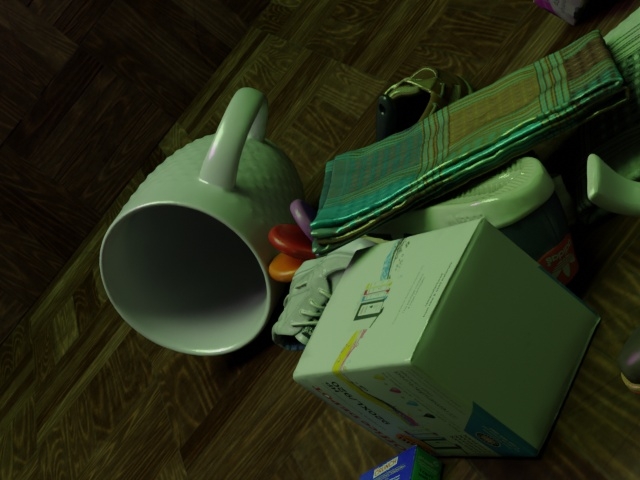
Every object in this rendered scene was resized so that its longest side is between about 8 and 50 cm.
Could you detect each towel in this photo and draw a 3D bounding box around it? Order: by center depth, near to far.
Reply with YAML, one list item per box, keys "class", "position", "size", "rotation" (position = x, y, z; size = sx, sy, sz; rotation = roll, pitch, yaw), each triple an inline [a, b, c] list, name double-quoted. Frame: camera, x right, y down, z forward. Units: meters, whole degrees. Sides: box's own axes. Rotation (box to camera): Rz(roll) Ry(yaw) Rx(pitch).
- class: "towel"
  position: [0.398, -0.197, 1.342]
  size: [0.324, 0.056, 0.312]
  rotation: [-36, 25, 38]
- class: "towel"
  position: [0.159, -0.119, 1.408]
  size: [0.370, 0.040, 0.271]
  rotation: [-27, 16, 15]

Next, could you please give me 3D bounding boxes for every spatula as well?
- class: "spatula"
  position: [0.092, -0.107, 1.646]
  size: [0.030, 0.084, 0.296]
  rotation: [-35, -23, -10]

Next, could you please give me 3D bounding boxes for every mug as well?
- class: "mug"
  position: [-0.149, -0.061, 1.955]
  size: [0.328, 0.276, 0.374]
  rotation: [-64, -9, -55]

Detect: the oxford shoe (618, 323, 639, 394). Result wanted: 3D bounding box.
- class: "oxford shoe"
  position: [0.332, 0.012, 1.052]
  size: [0.271, 0.098, 0.097]
  rotation: [-52, 21, 13]

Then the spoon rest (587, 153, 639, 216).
- class: "spoon rest"
  position: [0.386, -0.084, 1.155]
  size: [0.276, 0.084, 0.137]
  rotation: [-20, 46, 36]

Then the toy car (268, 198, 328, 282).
- class: "toy car"
  position: [0.000, 0.000, 1.780]
  size: [0.182, 0.136, 0.159]
  rotation: [-47, 19, 15]

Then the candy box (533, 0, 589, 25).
- class: "candy box"
  position: [0.377, -0.420, 1.658]
  size: [0.233, 0.071, 0.159]
  rotation: [-56, -10, -10]

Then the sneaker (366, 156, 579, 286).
- class: "sneaker"
  position: [0.156, 0.000, 1.393]
  size: [0.131, 0.148, 0.350]
  rotation: [-36, 16, -17]

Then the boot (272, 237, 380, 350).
- class: "boot"
  position: [0.017, 0.080, 1.570]
  size: [0.123, 0.095, 0.258]
  rotation: [-65, 12, -19]

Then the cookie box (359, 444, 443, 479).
- class: "cookie box"
  position: [0.074, 0.274, 1.276]
  size: [0.092, 0.040, 0.107]
  rotation: [-37, 25, 38]

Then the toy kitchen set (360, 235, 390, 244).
- class: "toy kitchen set"
  position: [0.099, 0.012, 1.685]
  size: [0.083, 0.075, 0.068]
  rotation: [-10, 36, 11]

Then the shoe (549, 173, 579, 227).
- class: "shoe"
  position: [0.227, -0.059, 1.450]
  size: [0.076, 0.058, 0.219]
  rotation: [-29, 19, -15]

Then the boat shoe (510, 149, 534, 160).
- class: "boat shoe"
  position: [0.220, -0.122, 1.613]
  size: [0.049, 0.056, 0.152]
  rotation: [-47, 19, -1]

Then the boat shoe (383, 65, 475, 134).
- class: "boat shoe"
  position: [0.148, -0.182, 1.785]
  size: [0.122, 0.120, 0.324]
  rotation: [-45, 21, 19]

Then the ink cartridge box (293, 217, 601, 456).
- class: "ink cartridge box"
  position: [0.120, 0.107, 1.267]
  size: [0.232, 0.171, 0.168]
  rotation: [-17, 40, 60]
